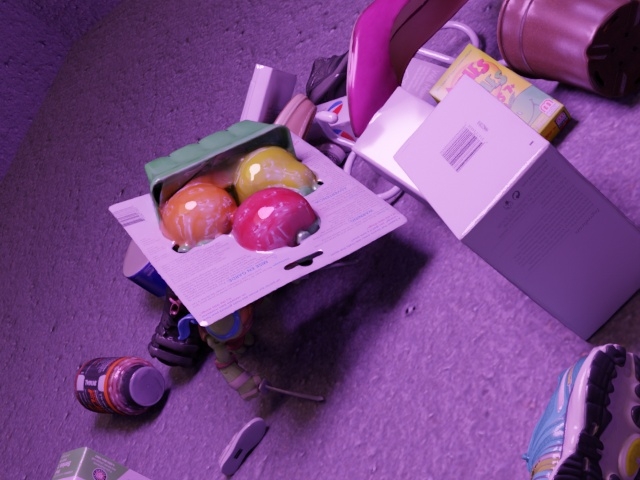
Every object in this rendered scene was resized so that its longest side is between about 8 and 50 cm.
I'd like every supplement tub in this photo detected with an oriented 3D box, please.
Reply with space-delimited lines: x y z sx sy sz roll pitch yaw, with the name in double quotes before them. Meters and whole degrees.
"supplement tub" -0.359 0.262 1.753 0.197 0.106 0.106 -10 50 51

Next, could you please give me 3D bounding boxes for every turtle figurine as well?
"turtle figurine" -0.080 0.134 1.471 0.274 0.198 0.266 -9 3 -6

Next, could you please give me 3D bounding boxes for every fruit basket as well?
"fruit basket" -0.100 -0.029 1.419 0.327 0.166 0.353 -27 45 -19

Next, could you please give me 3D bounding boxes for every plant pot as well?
"plant pot" 0.346 -0.270 1.269 0.167 0.167 0.165 -51 36 3

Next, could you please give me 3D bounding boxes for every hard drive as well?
"hard drive" -0.116 -0.150 1.705 0.203 0.040 0.308 -30 -43 -78

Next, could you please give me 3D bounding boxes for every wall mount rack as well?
"wall mount rack" 0.172 -0.214 1.498 0.304 0.130 0.350 23 76 27

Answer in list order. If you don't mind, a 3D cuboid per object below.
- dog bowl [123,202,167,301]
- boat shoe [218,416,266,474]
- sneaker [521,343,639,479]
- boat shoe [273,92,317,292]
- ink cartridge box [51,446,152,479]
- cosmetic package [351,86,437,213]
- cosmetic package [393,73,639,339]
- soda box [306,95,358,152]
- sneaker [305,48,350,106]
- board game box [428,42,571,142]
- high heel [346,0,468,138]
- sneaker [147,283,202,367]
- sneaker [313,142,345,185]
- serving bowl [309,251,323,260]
"dog bowl" -0.272 -0.015 1.901 0.265 0.104 0.265 -44 26 28
"boat shoe" -0.118 0.299 1.437 0.100 0.035 0.035 -57 31 7
"sneaker" 0.246 0.232 0.942 0.275 0.107 0.110 -63 11 -27
"boat shoe" -0.061 -0.079 1.650 0.121 0.110 0.341 29 -100 -83
"ink cartridge box" -0.351 0.451 1.474 0.092 0.160 0.220 -23 40 44
"cosmetic package" 0.166 -0.103 1.324 0.117 0.085 0.231 -51 52 1
"cosmetic package" 0.231 -0.040 1.102 0.138 0.224 0.224 -49 29 12
"soda box" 0.028 -0.202 1.733 0.216 0.074 0.069 -10 50 52
"sneaker" 0.053 -0.333 1.827 0.227 0.087 0.130 -46 33 19
"board game box" 0.247 -0.189 1.350 0.092 0.043 0.181 -50 57 5
"high heel" 0.154 -0.313 1.419 0.181 0.127 0.377 9 73 19
"sneaker" -0.228 0.137 1.636 0.296 0.104 0.147 117 173 -73
"sneaker" -0.032 -0.119 1.740 0.170 0.063 0.075 -16 39 41
"serving bowl" 0.000 0.000 1.598 0.083 0.027 0.083 -37 32 28
